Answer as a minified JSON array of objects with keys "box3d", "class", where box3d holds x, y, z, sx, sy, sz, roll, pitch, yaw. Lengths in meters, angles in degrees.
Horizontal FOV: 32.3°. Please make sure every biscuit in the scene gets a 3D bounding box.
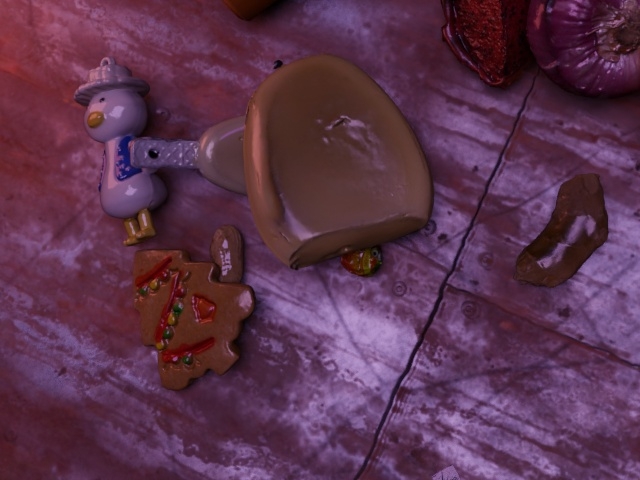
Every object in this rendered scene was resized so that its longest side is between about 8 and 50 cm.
[{"box3d":[-0.205,0.101,1.636,0.239,0.041,0.212,48,113,19],"class":"biscuit"}]

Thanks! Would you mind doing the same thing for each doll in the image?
[{"box3d":[-0.299,-0.139,1.672,0.138,0.119,0.293,-20,78,46],"class":"doll"}]

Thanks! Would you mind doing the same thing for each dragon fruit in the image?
[{"box3d":[0.260,-0.308,1.611,0.127,0.120,0.161,-16,108,-31],"class":"dragon fruit"}]

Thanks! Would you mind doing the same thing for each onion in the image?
[{"box3d":[0.393,-0.313,1.547,0.230,0.163,0.230,-6,117,-12],"class":"onion"}]

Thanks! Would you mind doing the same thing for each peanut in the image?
[{"box3d":[-0.141,0.032,1.652,0.054,0.054,0.113,1,85,11],"class":"peanut"}]

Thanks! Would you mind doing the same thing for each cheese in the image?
[{"box3d":[0.013,-0.129,1.579,0.259,0.128,0.316,-12,67,-12],"class":"cheese"},{"box3d":[-0.165,-0.130,1.633,0.235,0.050,0.127,1,97,-24],"class":"cheese"}]

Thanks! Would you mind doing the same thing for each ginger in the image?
[{"box3d":[0.345,-0.008,1.550,0.095,0.069,0.190,37,90,9],"class":"ginger"}]

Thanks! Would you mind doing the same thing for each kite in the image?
[{"box3d":[0.170,0.355,1.569,0.044,0.002,0.078,41,91,14],"class":"kite"}]

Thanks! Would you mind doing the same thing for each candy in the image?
[{"box3d":[0.000,0.000,1.634,0.201,0.060,0.060,19,86,22],"class":"candy"}]

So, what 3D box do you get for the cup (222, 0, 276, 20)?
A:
[{"box3d":[-0.065,-0.468,1.628,0.264,0.226,0.182,-39,44,10],"class":"cup"}]
